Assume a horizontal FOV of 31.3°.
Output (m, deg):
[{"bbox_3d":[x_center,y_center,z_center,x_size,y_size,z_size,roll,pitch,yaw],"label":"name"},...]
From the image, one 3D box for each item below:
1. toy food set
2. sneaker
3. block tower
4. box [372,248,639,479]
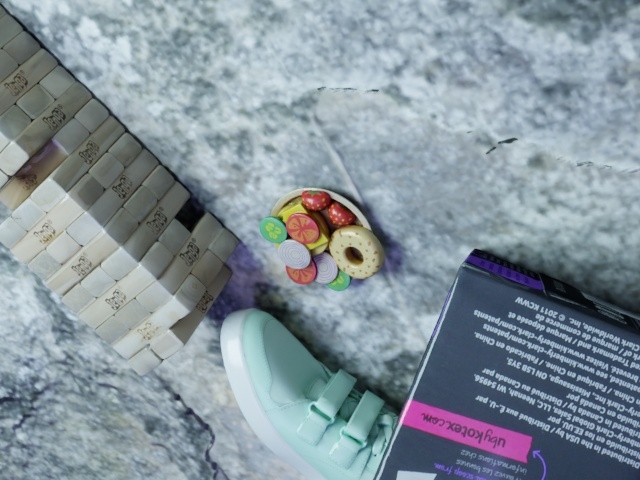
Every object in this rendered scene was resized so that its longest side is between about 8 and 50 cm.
[{"bbox_3d":[0.000,0.000,0.814,0.082,0.020,0.083,-26,110,36],"label":"toy food set"},{"bbox_3d":[0.048,0.128,0.845,0.151,0.094,0.256,-34,100,27],"label":"sneaker"},{"bbox_3d":[-0.206,-0.060,0.822,0.335,0.097,0.091,44,130,-12],"label":"block tower"},{"bbox_3d":[0.107,0.157,0.708,0.143,0.165,0.270,23,96,9],"label":"box"}]
